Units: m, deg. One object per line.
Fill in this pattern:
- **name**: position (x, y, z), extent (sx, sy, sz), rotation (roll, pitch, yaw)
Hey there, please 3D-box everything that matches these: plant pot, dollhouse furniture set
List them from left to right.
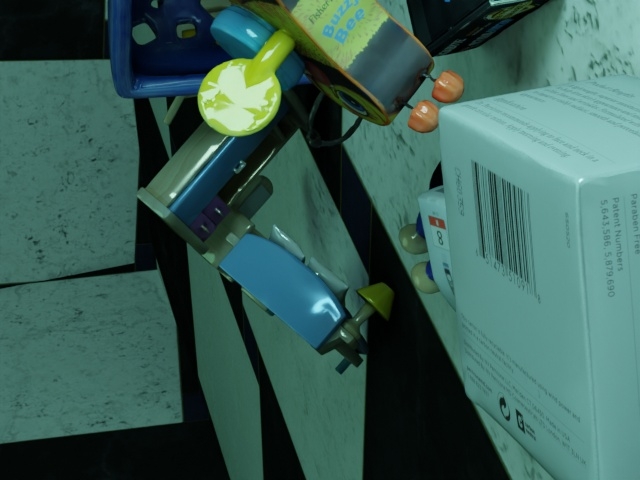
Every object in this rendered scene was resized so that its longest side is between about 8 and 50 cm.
- **plant pot**: position (-0.090, -0.286, 1.286), extent (0.236, 0.236, 0.212), rotation (106, 156, -66)
- **dollhouse furniture set**: position (0.000, 0.000, 1.513), extent (0.303, 0.198, 0.286), rotation (40, 175, 21)

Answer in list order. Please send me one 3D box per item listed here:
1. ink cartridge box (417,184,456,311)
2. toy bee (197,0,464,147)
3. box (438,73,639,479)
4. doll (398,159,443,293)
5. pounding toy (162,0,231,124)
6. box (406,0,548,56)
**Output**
- **ink cartridge box**: position (0.130, 0.057, 0.935), extent (0.145, 0.045, 0.179), rotation (19, 121, 62)
- **toy bee**: position (0.019, -0.145, 0.910), extent (0.162, 0.298, 0.195), rotation (31, 100, 38)
- **box**: position (0.152, 0.021, 0.705), extent (0.181, 0.119, 0.181), rotation (-134, 34, -68)
- **doll**: position (0.108, -0.032, 1.031), extent (0.189, 0.046, 0.129), rotation (109, 150, -55)
- **pounding toy**: position (-0.153, -0.241, 1.799), extent (0.100, 0.141, 0.130), rotation (-117, 20, -51)
- **box**: position (0.088, -0.246, 0.916), extent (0.175, 0.051, 0.220), rotation (165, 93, -78)
